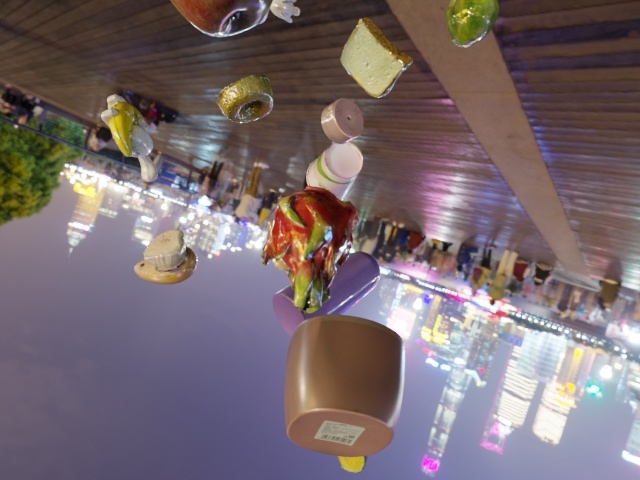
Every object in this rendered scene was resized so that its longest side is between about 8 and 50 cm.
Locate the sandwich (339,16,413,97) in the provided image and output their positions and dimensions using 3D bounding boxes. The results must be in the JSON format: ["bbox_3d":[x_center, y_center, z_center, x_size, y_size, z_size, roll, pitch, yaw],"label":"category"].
[{"bbox_3d":[0.213,-0.711,1.612,0.251,0.087,0.226,46,146,3],"label":"sandwich"}]

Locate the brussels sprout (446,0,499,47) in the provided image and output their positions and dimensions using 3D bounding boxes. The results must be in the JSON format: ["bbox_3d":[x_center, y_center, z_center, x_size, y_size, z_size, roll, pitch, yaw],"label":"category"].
[{"bbox_3d":[0.459,-0.687,1.235,0.143,0.181,0.161,-5,-173,8],"label":"brussels sprout"}]

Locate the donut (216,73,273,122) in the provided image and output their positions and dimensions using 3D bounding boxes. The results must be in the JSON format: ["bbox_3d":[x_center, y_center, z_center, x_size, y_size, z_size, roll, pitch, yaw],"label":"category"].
[{"bbox_3d":[-0.312,-0.601,1.764,0.272,0.107,0.272,-25,177,-2],"label":"donut"}]

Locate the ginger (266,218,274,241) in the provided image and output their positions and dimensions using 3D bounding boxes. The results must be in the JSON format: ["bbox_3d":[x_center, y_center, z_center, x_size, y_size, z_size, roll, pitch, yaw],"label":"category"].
[{"bbox_3d":[-0.188,-0.067,1.906,0.095,0.190,0.069,51,-172,0],"label":"ginger"}]

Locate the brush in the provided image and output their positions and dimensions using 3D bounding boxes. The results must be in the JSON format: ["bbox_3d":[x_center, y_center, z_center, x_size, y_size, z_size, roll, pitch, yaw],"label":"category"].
[{"bbox_3d":[-0.647,0.076,1.650,0.266,0.174,0.166,-14,136,5],"label":"brush"}]

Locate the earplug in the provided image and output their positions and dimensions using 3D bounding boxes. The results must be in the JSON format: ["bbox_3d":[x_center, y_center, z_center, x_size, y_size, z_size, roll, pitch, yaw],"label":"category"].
[{"bbox_3d":[0.052,0.187,1.569,0.456,0.215,0.215,-31,-149,-33],"label":"earplug"}]

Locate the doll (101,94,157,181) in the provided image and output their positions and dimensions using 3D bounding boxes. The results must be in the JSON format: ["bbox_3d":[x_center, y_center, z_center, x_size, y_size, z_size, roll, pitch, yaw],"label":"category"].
[{"bbox_3d":[-0.642,-0.355,1.383,0.111,0.237,0.252,-20,150,-2],"label":"doll"}]

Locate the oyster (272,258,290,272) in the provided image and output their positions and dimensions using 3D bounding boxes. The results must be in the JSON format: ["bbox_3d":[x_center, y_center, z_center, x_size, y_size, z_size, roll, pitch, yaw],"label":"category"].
[{"bbox_3d":[-0.005,-0.004,1.203,0.166,0.094,0.294,5,-150,28],"label":"oyster"}]

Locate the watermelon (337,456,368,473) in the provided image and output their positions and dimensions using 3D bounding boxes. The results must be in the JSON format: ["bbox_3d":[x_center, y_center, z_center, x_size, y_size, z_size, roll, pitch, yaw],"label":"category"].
[{"bbox_3d":[0.085,0.587,1.217,0.129,0.301,0.123,-8,-153,15],"label":"watermelon"}]

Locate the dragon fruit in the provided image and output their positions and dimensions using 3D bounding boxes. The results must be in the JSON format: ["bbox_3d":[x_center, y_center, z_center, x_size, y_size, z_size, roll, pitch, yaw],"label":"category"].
[{"bbox_3d":[-0.019,0.015,0.844,0.198,0.269,0.200,-3,170,11],"label":"dragon fruit"}]

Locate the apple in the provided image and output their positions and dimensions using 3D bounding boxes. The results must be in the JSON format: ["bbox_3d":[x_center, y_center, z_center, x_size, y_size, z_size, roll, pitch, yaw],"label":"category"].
[{"bbox_3d":[-0.217,-0.580,0.868,0.257,0.234,0.257,-21,-179,1],"label":"apple"}]

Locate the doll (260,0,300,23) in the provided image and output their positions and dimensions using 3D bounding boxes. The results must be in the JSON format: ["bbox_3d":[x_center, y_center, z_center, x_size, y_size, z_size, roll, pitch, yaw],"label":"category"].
[{"bbox_3d":[-0.255,-0.866,1.453,0.384,0.188,0.099,20,-147,6],"label":"doll"}]

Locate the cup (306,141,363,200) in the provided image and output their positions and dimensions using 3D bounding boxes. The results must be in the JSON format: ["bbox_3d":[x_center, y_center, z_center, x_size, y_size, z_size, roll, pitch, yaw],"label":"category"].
[{"bbox_3d":[0.076,-0.341,1.974,0.253,0.253,0.274,19,165,-7],"label":"cup"}]

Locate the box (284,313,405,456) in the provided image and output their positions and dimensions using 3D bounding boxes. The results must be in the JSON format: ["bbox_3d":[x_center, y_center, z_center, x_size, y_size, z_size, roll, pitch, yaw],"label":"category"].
[{"bbox_3d":[0.047,0.341,0.931,0.301,0.216,0.301,5,135,5],"label":"box"}]

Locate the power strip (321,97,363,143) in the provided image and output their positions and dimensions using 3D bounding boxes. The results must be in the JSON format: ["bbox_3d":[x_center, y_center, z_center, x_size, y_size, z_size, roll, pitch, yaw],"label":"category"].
[{"bbox_3d":[0.079,-0.434,1.486,0.154,0.154,0.078,20,161,-33],"label":"power strip"}]
